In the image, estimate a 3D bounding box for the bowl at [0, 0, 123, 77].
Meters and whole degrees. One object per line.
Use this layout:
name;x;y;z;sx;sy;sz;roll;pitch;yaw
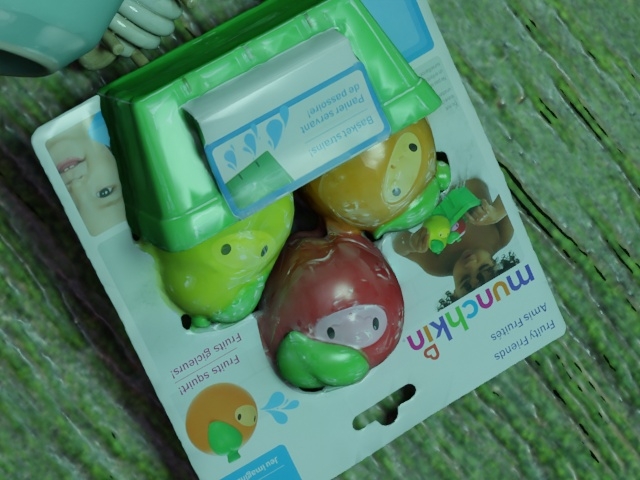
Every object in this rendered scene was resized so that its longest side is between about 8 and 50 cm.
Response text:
bowl;-0.254;-0.209;1.278;0.311;0.311;0.163;12;86;-11

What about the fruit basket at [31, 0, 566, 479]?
fruit basket;0.000;0.000;1.404;0.327;0.165;0.353;-29;103;-16

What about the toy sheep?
toy sheep;-0.141;-0.184;1.414;0.091;0.091;0.132;39;97;-9
